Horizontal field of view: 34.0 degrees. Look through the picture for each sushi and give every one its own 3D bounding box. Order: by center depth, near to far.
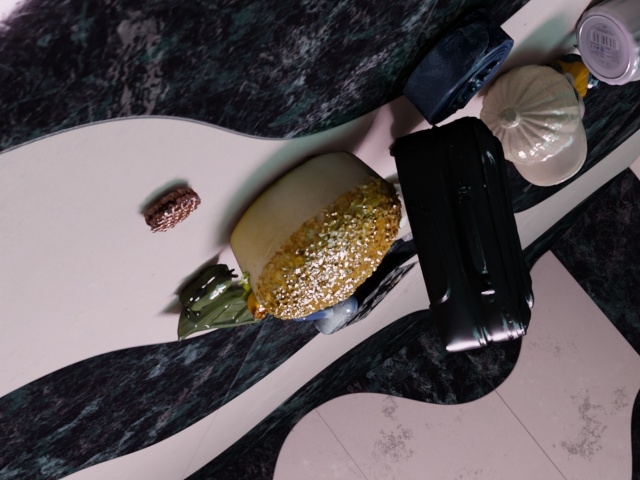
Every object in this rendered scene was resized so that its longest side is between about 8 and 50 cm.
[{"bbox_3d":[0.127,0.119,2.573,0.220,0.047,0.231,-48,168,19],"label":"sushi"}]

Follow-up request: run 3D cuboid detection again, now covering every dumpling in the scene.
[{"bbox_3d":[0.127,-0.044,1.996,0.150,0.093,0.176,-27,174,16],"label":"dumpling"}]

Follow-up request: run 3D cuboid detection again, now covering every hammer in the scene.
[{"bbox_3d":[-0.002,0.169,2.395,0.116,0.070,0.193,-45,156,28],"label":"hammer"}]

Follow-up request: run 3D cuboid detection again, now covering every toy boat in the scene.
[{"bbox_3d":[-0.170,0.124,1.842,0.093,0.055,0.293,-43,166,21],"label":"toy boat"}]

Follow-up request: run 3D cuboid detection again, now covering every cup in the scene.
[{"bbox_3d":[0.585,-0.363,1.899,0.202,0.167,0.221,-28,131,-23],"label":"cup"}]

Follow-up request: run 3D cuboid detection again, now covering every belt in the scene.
[{"bbox_3d":[0.205,-0.251,1.533,0.141,0.082,0.190,-32,167,-42],"label":"belt"}]

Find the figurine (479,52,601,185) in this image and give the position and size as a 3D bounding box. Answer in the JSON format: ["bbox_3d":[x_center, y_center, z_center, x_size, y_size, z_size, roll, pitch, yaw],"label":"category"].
[{"bbox_3d":[0.401,-0.256,1.910,0.185,0.204,0.332,-51,-170,37],"label":"figurine"}]

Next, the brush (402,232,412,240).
[{"bbox_3d":[0.199,-0.080,2.100,0.070,0.065,0.327,-30,163,-18],"label":"brush"}]

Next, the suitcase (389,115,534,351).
[{"bbox_3d":[0.221,-0.017,1.652,0.188,0.345,0.339,-12,-173,10],"label":"suitcase"}]

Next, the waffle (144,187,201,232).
[{"bbox_3d":[-0.189,-0.039,1.343,0.075,0.029,0.083,-38,169,13],"label":"waffle"}]

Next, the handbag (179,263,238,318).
[{"bbox_3d":[-0.182,0.075,1.679,0.111,0.047,0.072,-41,167,20],"label":"handbag"}]

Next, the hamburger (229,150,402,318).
[{"bbox_3d":[0.000,0.000,1.617,0.276,0.179,0.294,-25,161,-39],"label":"hamburger"}]
